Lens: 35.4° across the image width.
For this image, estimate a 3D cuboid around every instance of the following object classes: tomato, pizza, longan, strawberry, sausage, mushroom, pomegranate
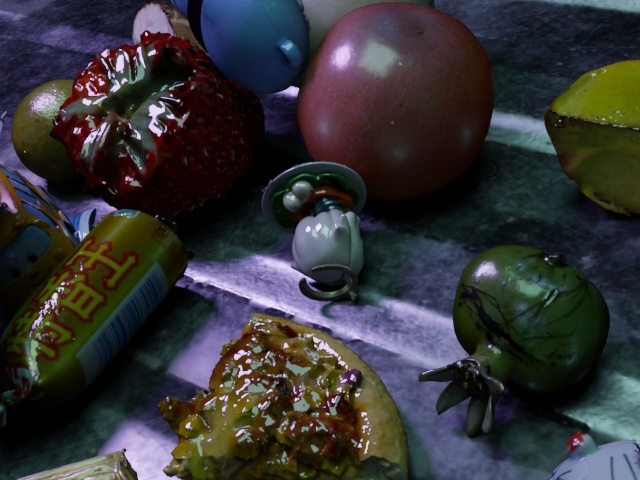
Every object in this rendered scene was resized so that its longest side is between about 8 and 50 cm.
[{"bbox_3d":[0.095,-0.178,1.269,0.255,0.225,0.256,6,50,-7],"label":"tomato"},{"bbox_3d":[-0.052,0.166,0.979,0.228,0.081,0.289,-27,40,-18],"label":"pizza"},{"bbox_3d":[-0.362,-0.152,1.459,0.155,0.176,0.145,-49,2,-8],"label":"longan"},{"bbox_3d":[-0.205,-0.146,1.350,0.261,0.257,0.261,-9,66,21],"label":"strawberry"},{"bbox_3d":[-0.279,0.094,1.111,0.125,0.117,0.317,2,38,33],"label":"sausage"},{"bbox_3d":[-0.204,-0.291,1.611,0.151,0.156,0.286,3,30,-27],"label":"mushroom"},{"bbox_3d":[0.182,0.093,0.968,0.191,0.131,0.152,-40,47,-21],"label":"pomegranate"}]

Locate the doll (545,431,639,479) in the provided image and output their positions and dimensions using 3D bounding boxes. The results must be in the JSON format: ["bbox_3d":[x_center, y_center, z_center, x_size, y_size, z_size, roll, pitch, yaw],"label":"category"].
[{"bbox_3d":[0.286,0.222,0.739,0.256,0.161,0.215,0,9,-1],"label":"doll"}]

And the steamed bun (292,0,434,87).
[{"bbox_3d":[0.032,-0.304,1.477,0.282,0.177,0.283,-5,11,1],"label":"steamed bun"}]

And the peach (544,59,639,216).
[{"bbox_3d":[0.408,-0.109,1.134,0.267,0.159,0.154,14,55,34],"label":"peach"}]

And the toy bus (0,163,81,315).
[{"bbox_3d":[-0.388,-0.011,1.243,0.126,0.136,0.209,-42,42,-3],"label":"toy bus"}]

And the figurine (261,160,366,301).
[{"bbox_3d":[0.000,0.000,1.168,0.132,0.132,0.154,-12,50,1],"label":"figurine"}]

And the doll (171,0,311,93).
[{"bbox_3d":[-0.104,-0.298,1.313,0.141,0.177,0.314,-32,45,-9],"label":"doll"}]

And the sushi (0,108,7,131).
[{"bbox_3d":[-0.435,0.039,1.114,0.294,0.059,0.292,-37,35,26],"label":"sushi"}]

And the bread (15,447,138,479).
[{"bbox_3d":[-0.176,0.287,0.778,0.133,0.179,0.250,-14,43,-15],"label":"bread"}]

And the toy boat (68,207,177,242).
[{"bbox_3d":[-0.270,-0.004,1.323,0.149,0.034,0.105,11,38,11],"label":"toy boat"}]
